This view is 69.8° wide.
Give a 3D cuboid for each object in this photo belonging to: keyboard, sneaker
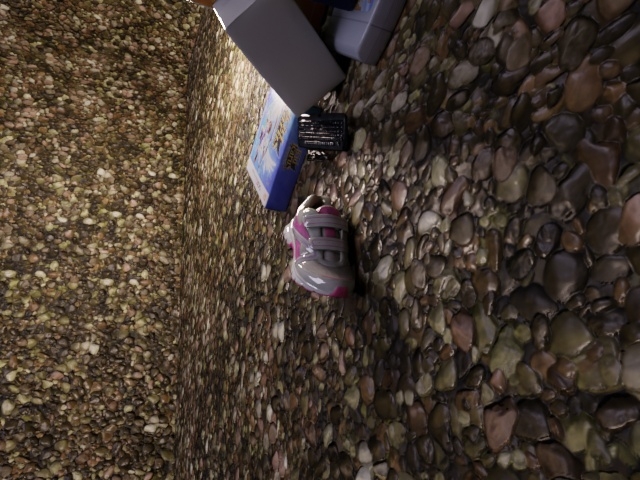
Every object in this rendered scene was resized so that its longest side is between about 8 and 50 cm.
[{"bbox_3d":[-0.008,-0.206,0.933,0.192,0.038,0.100,23,122,59],"label":"keyboard"},{"bbox_3d":[0.000,0.000,0.813,0.111,0.103,0.252,-68,29,29],"label":"sneaker"}]

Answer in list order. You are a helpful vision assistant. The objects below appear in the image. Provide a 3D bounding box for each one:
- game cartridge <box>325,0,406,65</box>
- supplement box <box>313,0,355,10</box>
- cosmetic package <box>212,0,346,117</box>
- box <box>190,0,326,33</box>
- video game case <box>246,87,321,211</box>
[{"bbox_3d":[0.101,-0.474,0.810,0.198,0.062,0.297,-120,45,-58],"label":"game cartridge"},{"bbox_3d":[-0.041,-0.606,0.789,0.195,0.194,0.357,-53,49,45],"label":"supplement box"},{"bbox_3d":[-0.089,-0.413,0.948,0.138,0.224,0.225,-38,39,9],"label":"cosmetic package"},{"bbox_3d":[-0.159,-0.616,1.047,0.215,0.345,0.168,-70,26,22],"label":"box"},{"bbox_3d":[-0.104,-0.248,1.153,0.269,0.061,0.244,-68,30,25],"label":"video game case"}]
